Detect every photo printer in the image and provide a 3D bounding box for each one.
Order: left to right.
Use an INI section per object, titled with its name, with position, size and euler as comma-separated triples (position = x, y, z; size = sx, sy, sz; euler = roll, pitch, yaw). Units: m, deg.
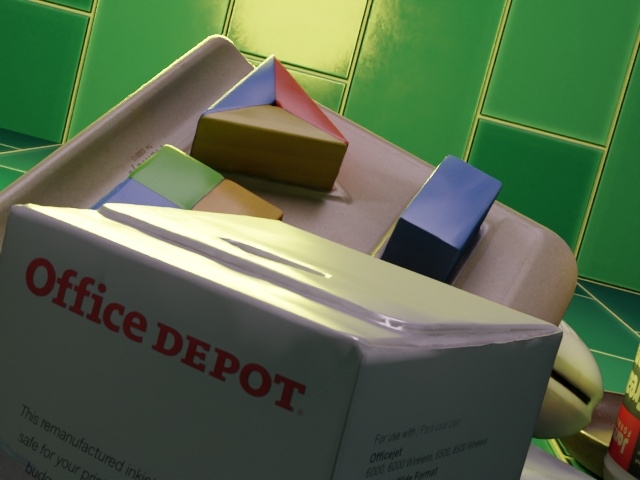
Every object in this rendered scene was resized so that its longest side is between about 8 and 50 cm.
[photo printer]
position = 0.094, 0.075, 0.982
size = 0.307, 0.107, 0.256
euler = 20, -10, 43

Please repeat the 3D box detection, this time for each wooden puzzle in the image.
[wooden puzzle]
position = 0.000, 0.000, 0.731
size = 0.348, 0.080, 0.322
euler = 33, 42, 6

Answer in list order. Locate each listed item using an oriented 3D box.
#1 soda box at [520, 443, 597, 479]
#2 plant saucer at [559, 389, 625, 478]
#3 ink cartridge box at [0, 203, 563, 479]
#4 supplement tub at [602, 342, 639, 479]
[soda box]
position = 0.120, 0.190, 0.749
size = 0.098, 0.091, 0.286
euler = 9, 9, -36
[plant saucer]
position = 0.378, 0.227, 1.122
size = 0.310, 0.050, 0.310
euler = 15, 8, -2
[ink cartridge box]
position = -0.034, 0.118, 0.447
size = 0.171, 0.232, 0.168
euler = 20, 10, 33
[supplement tub]
position = 0.331, 0.138, 0.835
size = 0.191, 0.272, 0.191
euler = 14, 7, -2
